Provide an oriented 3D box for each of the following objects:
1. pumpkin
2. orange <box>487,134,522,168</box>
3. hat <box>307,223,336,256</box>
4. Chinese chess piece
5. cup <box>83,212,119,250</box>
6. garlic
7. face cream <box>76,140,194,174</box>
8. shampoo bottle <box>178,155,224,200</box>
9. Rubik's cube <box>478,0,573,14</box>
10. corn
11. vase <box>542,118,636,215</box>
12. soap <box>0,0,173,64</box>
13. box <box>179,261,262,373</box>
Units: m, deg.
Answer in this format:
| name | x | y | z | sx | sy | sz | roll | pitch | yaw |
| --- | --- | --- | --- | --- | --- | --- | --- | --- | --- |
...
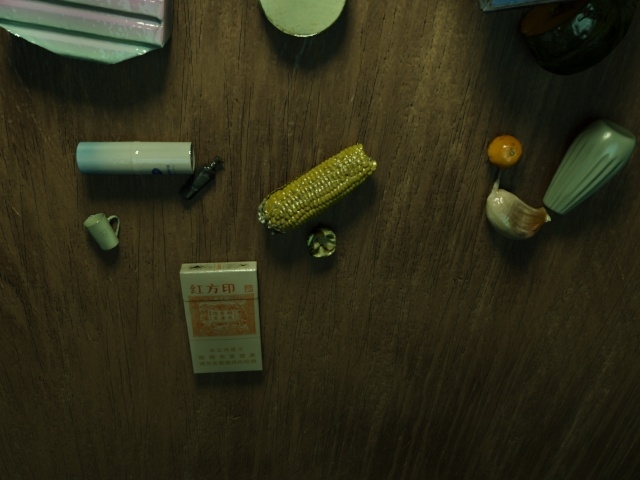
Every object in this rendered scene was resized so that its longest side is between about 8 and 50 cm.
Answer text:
| name | x | y | z | sx | sy | sz | roll | pitch | yaw |
| --- | --- | --- | --- | --- | --- | --- | --- | --- | --- |
| pumpkin | 0.551 | -0.490 | 1.152 | 0.139 | 0.190 | 0.280 | 38 | 68 | -23 |
| orange | 0.447 | -0.214 | 1.308 | 0.084 | 0.083 | 0.083 | -2 | 121 | -4 |
| hat | -0.001 | 0.000 | 1.410 | 0.076 | 0.059 | 0.077 | -9 | 128 | -19 |
| Chinese chess piece | -0.036 | -0.510 | 1.091 | 0.189 | 0.083 | 0.188 | -1 | 124 | -2 |
| cup | -0.540 | -0.027 | 1.357 | 0.055 | 0.075 | 0.083 | 7 | 132 | 34 |
| garlic | 0.491 | -0.079 | 1.401 | 0.198 | 0.090 | 0.128 | 35 | 97 | -16 |
| face cream | -0.421 | -0.189 | 1.247 | 0.250 | 0.077 | 0.077 | 0 | 121 | -4 |
| shampoo bottle | -0.289 | -0.152 | 1.310 | 0.048 | 0.027 | 0.137 | 32 | 114 | -36 |
| Rubik's cube | 0.417 | -0.573 | 0.936 | 0.255 | 0.259 | 0.260 | -45 | 131 | -28 |
| corn | -0.010 | -0.118 | 1.310 | 0.318 | 0.115 | 0.115 | -31 | 118 | 13 |
| vase | 0.648 | -0.172 | 1.331 | 0.128 | 0.128 | 0.248 | 17 | 127 | -14 |
| soap | -0.463 | -0.459 | 1.065 | 0.324 | 0.109 | 0.192 | 6 | 119 | -9 |
| box | -0.270 | 0.223 | 1.521 | 0.205 | 0.051 | 0.364 | -1 | 121 | -4 |
